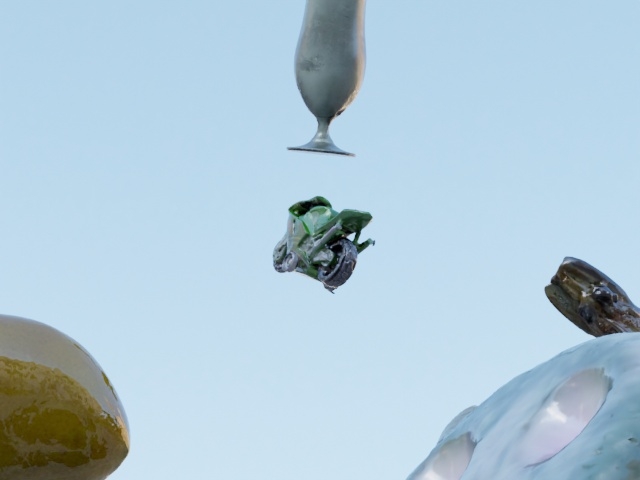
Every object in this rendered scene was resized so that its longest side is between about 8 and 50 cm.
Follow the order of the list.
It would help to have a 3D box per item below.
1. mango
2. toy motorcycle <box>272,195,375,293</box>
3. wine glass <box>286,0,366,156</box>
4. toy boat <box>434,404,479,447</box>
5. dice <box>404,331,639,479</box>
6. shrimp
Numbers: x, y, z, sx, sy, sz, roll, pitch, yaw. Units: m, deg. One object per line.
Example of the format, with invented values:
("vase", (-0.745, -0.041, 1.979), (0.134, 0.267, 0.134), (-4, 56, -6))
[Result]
("mango", (-0.344, 0.174, 1.897), (0.317, 0.211, 0.173), (-3, -4, -4))
("toy motorcycle", (0.000, 0.000, 2.333), (0.074, 0.106, 0.190), (25, -6, -27))
("wine glass", (0.011, -0.207, 2.427), (0.093, 0.202, 0.093), (6, 2, 0))
("toy boat", (0.126, 0.177, 1.587), (0.065, 0.066, 0.172), (20, -31, -1))
("dice", (0.190, 0.285, 1.205), (0.328, 0.330, 0.348), (42, -39, -10))
("shrimp", (0.300, 0.091, 1.910), (0.253, 0.058, 0.173), (40, 3, -22))
